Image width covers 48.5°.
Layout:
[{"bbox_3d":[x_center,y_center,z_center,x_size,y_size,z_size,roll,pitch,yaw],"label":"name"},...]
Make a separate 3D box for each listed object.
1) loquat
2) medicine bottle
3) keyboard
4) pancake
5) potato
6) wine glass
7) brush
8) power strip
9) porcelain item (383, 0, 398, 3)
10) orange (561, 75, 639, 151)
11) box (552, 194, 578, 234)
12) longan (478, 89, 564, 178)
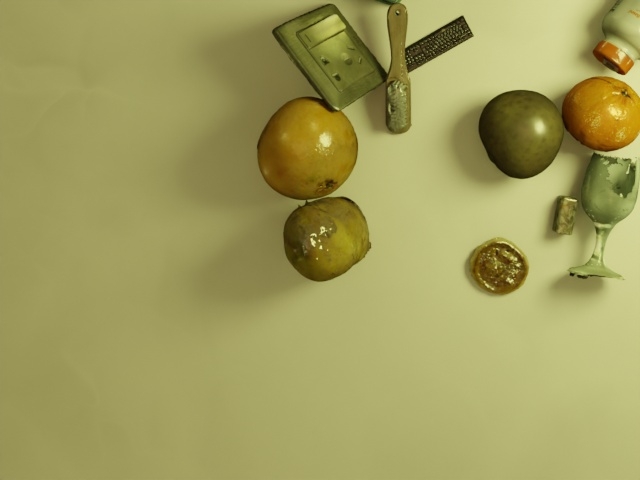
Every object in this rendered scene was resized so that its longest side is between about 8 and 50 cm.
[{"bbox_3d":[-0.037,-0.231,1.794,0.262,0.263,0.263,1,99,9],"label":"loquat"},{"bbox_3d":[0.777,-0.535,1.673,0.157,0.157,0.289,38,102,2],"label":"medicine bottle"},{"bbox_3d":[0.292,-0.502,1.828,0.198,0.010,0.064,-28,91,12],"label":"keyboard"},{"bbox_3d":[0.472,0.070,1.876,0.158,0.028,0.158,1,99,6],"label":"pancake"},{"bbox_3d":[0.000,0.000,1.824,0.229,0.266,0.229,2,101,12],"label":"potato"},{"bbox_3d":[0.707,-0.058,1.767,0.143,0.143,0.321,6,98,8],"label":"wine glass"},{"bbox_3d":[0.193,-0.426,1.790,0.069,0.065,0.328,3,113,13],"label":"brush"},{"bbox_3d":[0.020,-0.455,1.789,0.092,0.257,0.251,-26,99,49],"label":"power strip"},{"bbox_3d":[0.142,-0.745,1.743,0.285,0.157,0.282,22,102,6],"label":"porcelain item"},{"bbox_3d":[0.680,-0.307,1.704,0.193,0.193,0.161,29,134,4],"label":"orange"},{"bbox_3d":[0.626,-0.065,1.815,0.044,0.062,0.098,9,98,5],"label":"box"},{"bbox_3d":[0.495,-0.263,1.741,0.196,0.196,0.220,-19,90,11],"label":"longan"}]
